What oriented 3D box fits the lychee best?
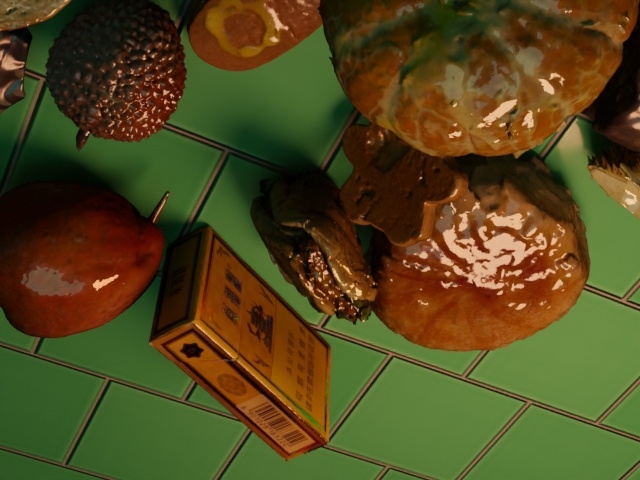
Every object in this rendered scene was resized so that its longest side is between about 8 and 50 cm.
[{"bbox_3d":[-0.239,-0.190,1.295,0.165,0.165,0.197,27,123,-21],"label":"lychee"}]

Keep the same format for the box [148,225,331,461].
[{"bbox_3d":[-0.103,0.147,1.568,0.084,0.193,0.301,-28,125,23],"label":"box"}]

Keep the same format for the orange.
[{"bbox_3d":[0.160,-0.248,1.158,0.329,0.249,0.329,0,90,11],"label":"orange"}]

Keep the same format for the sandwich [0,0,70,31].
[{"bbox_3d":[-0.394,-0.347,1.165,0.254,0.099,0.288,-22,123,-13],"label":"sandwich"}]

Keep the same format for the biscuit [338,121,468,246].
[{"bbox_3d":[0.110,-0.120,1.357,0.184,0.035,0.249,27,109,33],"label":"biscuit"}]

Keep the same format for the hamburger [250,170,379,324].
[{"bbox_3d":[0.000,0.000,1.445,0.130,0.206,0.183,-38,126,-5],"label":"hamburger"}]

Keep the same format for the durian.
[{"bbox_3d":[0.428,-0.063,1.408,0.144,0.139,0.252,-24,133,27],"label":"durian"}]

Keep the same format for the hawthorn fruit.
[{"bbox_3d":[-0.309,0.012,1.462,0.262,0.210,0.210,-19,129,2],"label":"hawthorn fruit"}]

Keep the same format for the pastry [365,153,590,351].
[{"bbox_3d":[0.214,0.027,1.493,0.330,0.136,0.329,0,130,0],"label":"pastry"}]

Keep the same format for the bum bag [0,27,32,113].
[{"bbox_3d":[-0.480,-0.269,1.283,0.340,0.095,0.144,37,122,-24],"label":"bum bag"}]

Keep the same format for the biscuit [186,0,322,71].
[{"bbox_3d":[-0.098,-0.322,1.239,0.262,0.052,0.277,-35,126,26],"label":"biscuit"}]

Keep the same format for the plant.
[{"bbox_3d":[0.452,-0.179,1.269,0.276,0.199,0.188,12,125,-12],"label":"plant"}]
